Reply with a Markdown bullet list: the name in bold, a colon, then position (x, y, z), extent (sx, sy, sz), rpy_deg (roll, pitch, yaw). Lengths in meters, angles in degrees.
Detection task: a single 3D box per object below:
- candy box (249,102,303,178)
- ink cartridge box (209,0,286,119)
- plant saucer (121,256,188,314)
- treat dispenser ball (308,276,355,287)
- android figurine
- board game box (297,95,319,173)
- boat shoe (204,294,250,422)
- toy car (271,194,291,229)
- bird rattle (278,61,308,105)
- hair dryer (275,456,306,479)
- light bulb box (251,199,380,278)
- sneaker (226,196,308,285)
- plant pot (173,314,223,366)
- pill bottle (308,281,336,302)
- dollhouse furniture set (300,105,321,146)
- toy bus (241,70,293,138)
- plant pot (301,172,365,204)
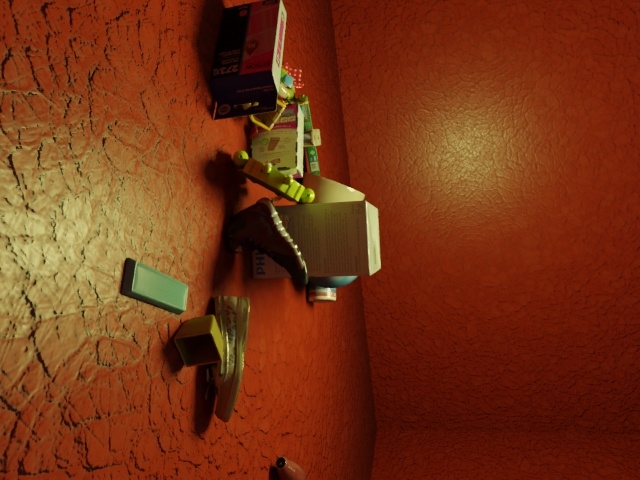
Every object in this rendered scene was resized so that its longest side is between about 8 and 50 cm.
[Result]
- **candy box**: position (-0.137, -0.309, 1.409), extent (0.071, 0.159, 0.234), rpy_deg (51, 37, -66)
- **ink cartridge box**: position (-0.193, -0.494, 1.189), extent (0.069, 0.175, 0.372), rpy_deg (59, 29, -62)
- **plant saucer**: position (-0.308, 0.091, 0.848), extent (0.192, 0.018, 0.067), rpy_deg (53, 34, -65)
- **treat dispenser ball**: position (0.042, 0.047, 1.775), extent (0.288, 0.287, 0.289), rpy_deg (-4, 90, -77)
- **android figurine**: position (-0.132, -0.168, 1.221), extent (0.056, 0.248, 0.273), rpy_deg (-62, -170, -3)
- **board game box**: position (-0.050, -0.447, 1.949), extent (0.213, 0.046, 0.318), rpy_deg (-74, 154, -86)
- **boat shoe**: position (-0.224, 0.272, 1.041), extent (0.105, 0.089, 0.286), rpy_deg (121, -25, -65)
- **toy car**: position (-0.105, -0.074, 1.245), extent (0.060, 0.040, 0.122), rpy_deg (58, -17, 26)
- **bird rattle**: position (-0.132, -0.585, 1.621), extent (0.207, 0.142, 0.254), rpy_deg (40, 41, -49)
- **hair dryer**: position (-0.098, 0.808, 1.379), extent (0.223, 0.079, 0.294), rpy_deg (-23, 107, -76)
- **light bulb box**: position (0.000, 0.000, 1.453), extent (0.358, 0.360, 0.226), rpy_deg (2, 85, -77)
- **sneaker**: position (-0.154, 0.027, 1.172), extent (0.282, 0.162, 0.106), rpy_deg (58, -16, 27)
- **plant pot**: position (-0.249, 0.204, 0.936), extent (0.083, 0.081, 0.082), rpy_deg (-92, 171, -62)
- **pill bottle**: position (0.006, 0.157, 1.953), extent (0.124, 0.124, 0.222), rpy_deg (45, 42, -70)
- **dollhouse furniture set**: position (-0.082, -0.465, 1.763), extent (0.129, 0.129, 0.184), rpy_deg (-50, 135, -72)
- **toy bus**: position (-0.190, -0.422, 1.325), extent (0.104, 0.202, 0.191), rpy_deg (20, 70, -42)
- **plant pot**: position (0.030, -0.157, 1.931), extent (0.284, 0.283, 0.191), rpy_deg (3, 108, -77)
